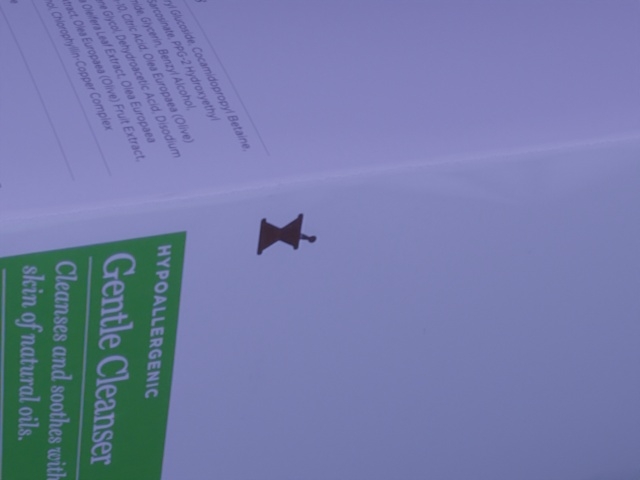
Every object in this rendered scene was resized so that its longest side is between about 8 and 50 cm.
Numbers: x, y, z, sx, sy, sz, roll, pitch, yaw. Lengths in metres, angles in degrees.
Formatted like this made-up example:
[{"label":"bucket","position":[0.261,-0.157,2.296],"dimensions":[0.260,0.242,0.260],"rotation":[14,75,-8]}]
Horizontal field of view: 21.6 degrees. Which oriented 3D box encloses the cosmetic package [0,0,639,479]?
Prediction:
[{"label":"cosmetic package","position":[0.000,0.000,0.614],"dimensions":[0.366,0.155,0.197],"rotation":[-9,133,-20]}]
